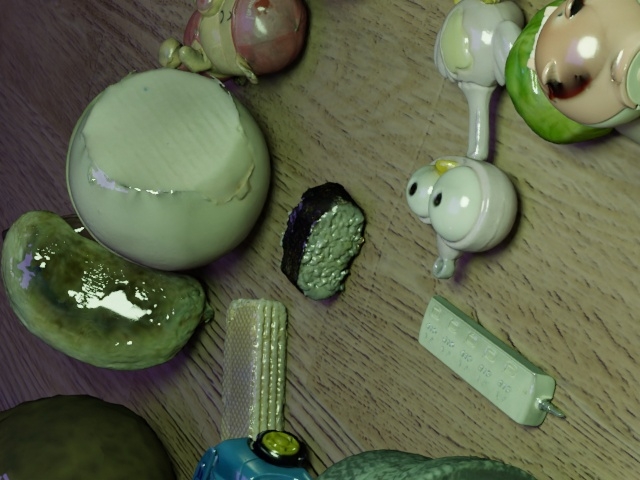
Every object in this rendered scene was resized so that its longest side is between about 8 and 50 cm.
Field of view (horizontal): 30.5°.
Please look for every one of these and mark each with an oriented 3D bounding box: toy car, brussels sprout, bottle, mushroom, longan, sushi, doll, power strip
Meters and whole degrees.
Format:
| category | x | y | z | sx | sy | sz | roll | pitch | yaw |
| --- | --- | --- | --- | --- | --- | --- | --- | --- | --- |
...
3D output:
| category | x | y | z | sx | sy | sz | roll | pitch | yaw |
| --- | --- | --- | --- | --- | --- | --- | --- | --- | --- |
| toy car | -0.064 | 0.395 | 1.533 | 0.314 | 0.166 | 0.198 | 41 | 123 | 44 |
| brussels sprout | 0.249 | -0.166 | 1.166 | 0.155 | 0.117 | 0.155 | -172 | 90 | -73 |
| bottle | 0.282 | -0.148 | 1.002 | 0.147 | 0.236 | 0.147 | -10 | 78 | 55 |
| mushroom | -0.347 | 0.079 | 1.841 | 0.247 | 0.344 | 0.130 | -55 | 7 | 10 |
| longan | -0.423 | 0.431 | 1.892 | 0.391 | 0.391 | 0.391 | -10 | 78 | 56 |
| sushi | 0.000 | 0.000 | 1.556 | 0.078 | 0.090 | 0.150 | 51 | 130 | 52 |
| doll | 0.167 | -0.135 | 1.310 | 0.160 | 0.094 | 0.365 | 19 | 102 | 59 |
| doll | -0.122 | -0.318 | 1.721 | 0.256 | 0.152 | 0.196 | 1 | 91 | 55 |
| power strip | 0.185 | 0.135 | 1.310 | 0.252 | 0.027 | 0.060 | 38 | 118 | 52 |

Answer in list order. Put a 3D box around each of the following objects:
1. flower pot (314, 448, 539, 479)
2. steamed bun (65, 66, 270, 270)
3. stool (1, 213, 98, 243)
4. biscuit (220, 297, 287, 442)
| category | x | y | z | sx | sy | sz | roll | pitch | yaw |
| --- | --- | --- | --- | --- | --- | --- | --- | --- | --- |
| flower pot | 0.103 | 0.349 | 1.165 | 0.283 | 0.299 | 0.299 | 2 | 88 | 61 |
| steamed bun | -0.219 | -0.082 | 1.743 | 0.309 | 0.309 | 0.309 | -10 | 78 | 56 |
| stool | -0.402 | 0.042 | 2.032 | 0.272 | 0.272 | 0.178 | -1 | 99 | 57 |
| biscuit | -0.098 | 0.203 | 1.708 | 0.108 | 0.062 | 0.239 | -5 | 81 | 59 |
